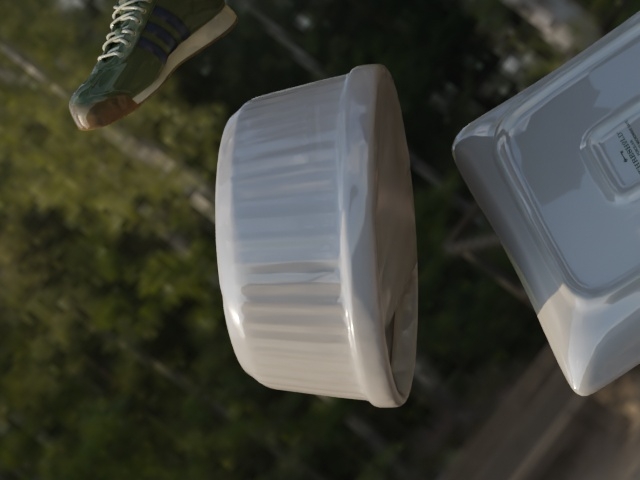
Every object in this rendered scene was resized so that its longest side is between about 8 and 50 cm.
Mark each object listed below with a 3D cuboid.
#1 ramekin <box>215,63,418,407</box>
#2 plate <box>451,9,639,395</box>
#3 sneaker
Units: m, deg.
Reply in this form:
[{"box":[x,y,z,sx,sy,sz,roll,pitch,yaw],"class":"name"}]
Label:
[{"box":[0.000,0.000,1.480,0.273,0.127,0.273,-4,-90,-81],"class":"ramekin"},{"box":[0.248,-0.064,1.401,0.278,0.277,0.045,-34,-41,14],"class":"plate"},{"box":[-0.146,-0.170,1.477,0.064,0.086,0.192,0,33,41],"class":"sneaker"}]
